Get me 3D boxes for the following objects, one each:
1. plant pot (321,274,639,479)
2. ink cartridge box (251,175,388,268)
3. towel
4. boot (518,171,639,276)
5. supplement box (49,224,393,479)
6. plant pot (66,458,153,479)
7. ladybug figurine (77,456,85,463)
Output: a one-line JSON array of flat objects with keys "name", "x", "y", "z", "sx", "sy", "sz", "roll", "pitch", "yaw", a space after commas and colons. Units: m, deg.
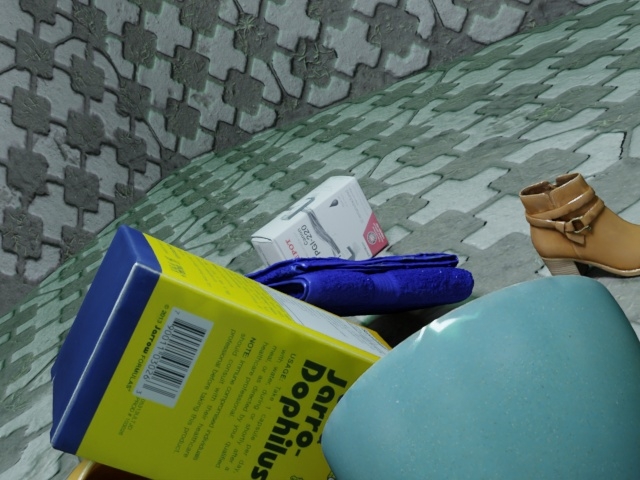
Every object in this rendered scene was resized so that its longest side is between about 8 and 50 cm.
[{"name": "plant pot", "x": 0.170, "y": 0.198, "z": 0.659, "sx": 0.290, "sy": 0.290, "sz": 0.195, "roll": -28, "pitch": 55, "yaw": 1}, {"name": "ink cartridge box", "x": 0.000, "y": 0.000, "z": 1.511, "sx": 0.218, "sy": 0.159, "sz": 0.092, "roll": -37, "pitch": 21, "yaw": -23}, {"name": "towel", "x": 0.040, "y": 0.065, "z": 1.150, "sx": 0.308, "sy": 0.076, "sz": 0.227, "roll": 1, "pitch": -11, "yaw": -35}, {"name": "boot", "x": 0.372, "y": -0.027, "z": 1.062, "sx": 0.197, "sy": 0.152, "sz": 0.073, "roll": -19, "pitch": 21, "yaw": 26}, {"name": "supplement box", "x": -0.086, "y": 0.154, "z": 0.871, "sx": 0.195, "sy": 0.356, "sz": 0.194, "roll": -64, "pitch": 21, "yaw": 3}, {"name": "plant pot", "x": -0.231, "y": 0.341, "z": 0.935, "sx": 0.188, "sy": 0.205, "sz": 0.205, "roll": -31, "pitch": 12, "yaw": 46}, {"name": "ladybug figurine", "x": -0.224, "y": 0.226, "z": 1.242, "sx": 0.449, "sy": 0.162, "sz": 0.305, "roll": -20, "pitch": 21, "yaw": 24}]
